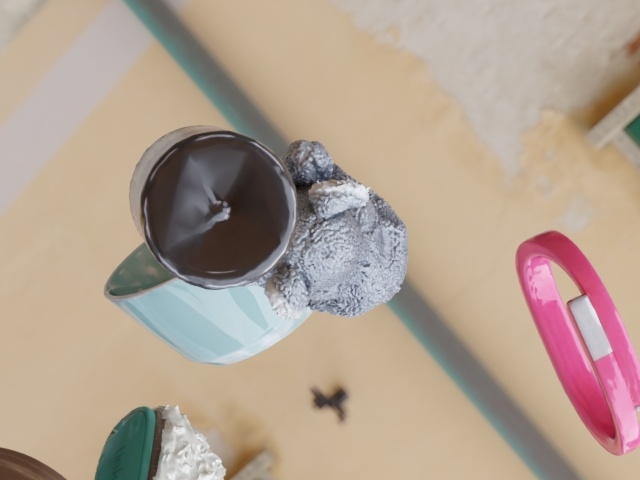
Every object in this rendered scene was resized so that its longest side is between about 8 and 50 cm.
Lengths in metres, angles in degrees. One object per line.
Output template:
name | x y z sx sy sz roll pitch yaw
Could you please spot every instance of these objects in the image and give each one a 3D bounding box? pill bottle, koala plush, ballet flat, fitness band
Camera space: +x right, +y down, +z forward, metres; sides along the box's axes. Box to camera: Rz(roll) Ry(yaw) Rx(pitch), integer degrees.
pill bottle | -0.093 -0.033 1.225 0.123 0.123 0.219 -40 -169 -4
koala plush | 0.000 0.000 1.686 0.196 0.203 0.221 -60 174 1
ballet flat | -0.160 0.323 1.338 0.147 0.147 0.409 -50 -163 42
fitness band | 0.324 0.125 1.838 0.054 0.290 0.209 -24 -173 -7

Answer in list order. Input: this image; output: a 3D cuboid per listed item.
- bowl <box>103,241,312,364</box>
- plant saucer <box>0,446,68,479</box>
bowl | -0.113 0.049 1.985 0.312 0.163 0.311 -30 -164 9
plant saucer | -0.332 0.350 1.581 0.278 0.278 0.041 -47 175 31
